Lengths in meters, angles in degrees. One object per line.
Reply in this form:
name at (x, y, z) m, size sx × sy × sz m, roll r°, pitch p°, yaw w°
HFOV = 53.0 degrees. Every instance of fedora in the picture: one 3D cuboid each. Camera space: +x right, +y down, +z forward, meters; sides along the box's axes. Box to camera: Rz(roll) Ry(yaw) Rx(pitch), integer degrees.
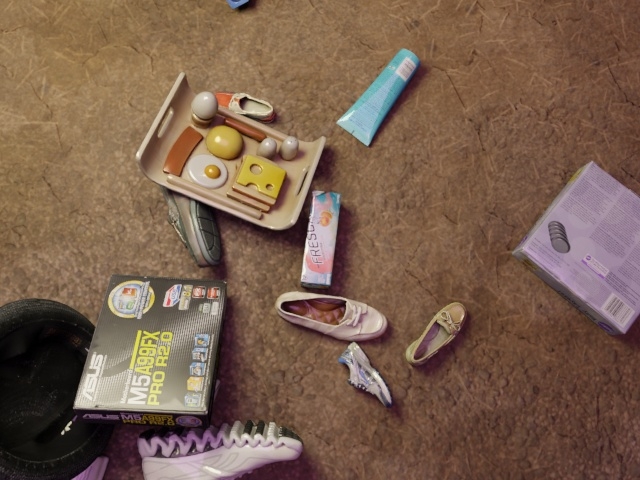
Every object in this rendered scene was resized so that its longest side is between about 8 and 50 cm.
fedora at (-0.495, 0.259, 1.060) m, size 0.152 × 0.334 × 0.334 m, roll -21°, pitch 78°, yaw 24°

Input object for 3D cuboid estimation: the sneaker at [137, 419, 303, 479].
sneaker at (-0.173, 0.384, 1.130) m, size 0.291 × 0.110 × 0.119 m, roll -4°, pitch 86°, yaw 4°

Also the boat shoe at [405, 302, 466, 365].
boat shoe at (0.223, 0.177, 1.217) m, size 0.153 × 0.048 × 0.056 m, roll -40°, pitch 83°, yaw -10°

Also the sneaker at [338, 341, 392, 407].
sneaker at (0.083, 0.259, 1.197) m, size 0.058 × 0.052 × 0.135 m, roll -36°, pitch 75°, yaw 0°

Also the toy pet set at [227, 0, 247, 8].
toy pet set at (-0.158, -0.540, 1.357) m, size 0.122 × 0.065 × 0.114 m, roll 16°, pitch 43°, yaw -3°

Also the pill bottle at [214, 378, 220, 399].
pill bottle at (-0.257, 0.263, 1.156) m, size 0.137 × 0.078 × 0.078 m, roll 22°, pitch 77°, yaw 2°

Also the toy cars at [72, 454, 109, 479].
toy cars at (-0.417, 0.478, 1.096) m, size 0.176 × 0.087 × 0.394 m, roll -33°, pitch 82°, yaw -10°

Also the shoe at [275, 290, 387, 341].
shoe at (0.021, 0.143, 1.208) m, size 0.218 × 0.058 × 0.077 m, roll 11°, pitch 78°, yaw -1°

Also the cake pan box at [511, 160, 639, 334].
cake pan box at (0.557, 0.016, 1.263) m, size 0.266 × 0.070 × 0.246 m, roll 39°, pitch 81°, yaw 5°

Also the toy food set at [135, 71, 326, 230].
toy food set at (-0.157, -0.170, 1.199) m, size 0.306 × 0.092 × 0.220 m, roll 22°, pitch 59°, yaw -8°

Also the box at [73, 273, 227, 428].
box at (-0.285, 0.187, 1.122) m, size 0.216 × 0.060 × 0.270 m, roll 5°, pitch 50°, yaw -3°

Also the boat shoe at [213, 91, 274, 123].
boat shoe at (-0.158, -0.274, 1.296) m, size 0.136 × 0.043 × 0.049 m, roll 18°, pitch 79°, yaw 2°

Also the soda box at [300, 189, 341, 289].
soda box at (0.000, 0.000, 1.235) m, size 0.058 × 0.063 × 0.183 m, roll 7°, pitch 78°, yaw -2°

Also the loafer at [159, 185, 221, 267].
loafer at (-0.261, -0.064, 1.232) m, size 0.084 × 0.096 × 0.268 m, roll -22°, pitch 72°, yaw 12°

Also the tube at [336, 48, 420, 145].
tube at (0.126, -0.298, 1.318) m, size 0.080 × 0.052 × 0.207 m, roll 36°, pitch 83°, yaw 10°
